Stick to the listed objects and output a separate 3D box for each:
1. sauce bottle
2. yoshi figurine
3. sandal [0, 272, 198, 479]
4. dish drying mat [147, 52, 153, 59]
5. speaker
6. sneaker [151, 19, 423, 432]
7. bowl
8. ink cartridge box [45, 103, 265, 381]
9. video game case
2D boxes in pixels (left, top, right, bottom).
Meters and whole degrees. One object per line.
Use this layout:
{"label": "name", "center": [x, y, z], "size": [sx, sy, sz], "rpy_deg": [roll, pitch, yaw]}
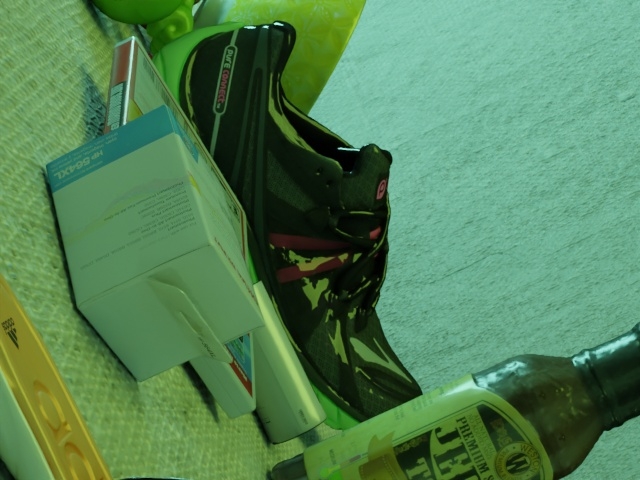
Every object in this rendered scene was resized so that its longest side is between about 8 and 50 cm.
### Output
{"label": "sauce bottle", "center": [0.131, 0.159, 1.119], "size": [0.111, 0.344, 0.111], "rpy_deg": [62, 6, -12]}
{"label": "yoshi figurine", "center": [-0.185, -0.298, 1.457], "size": [0.362, 0.203, 0.203], "rpy_deg": [-160, -97, -76]}
{"label": "sandal", "center": [-0.077, 0.117, 0.605], "size": [0.102, 0.076, 0.265], "rpy_deg": [-82, 146, -82]}
{"label": "dish drying mat", "center": [-0.182, -0.179, 1.536], "size": [0.083, 0.008, 0.032], "rpy_deg": [-110, 174, -62]}
{"label": "speaker", "center": [-0.048, 0.105, 1.210], "size": [0.136, 0.055, 0.055], "rpy_deg": [64, 4, -1]}
{"label": "sneaker", "center": [0.000, 0.000, 1.400], "size": [0.185, 0.202, 0.483], "rpy_deg": [-101, 165, -71]}
{"label": "bowl", "center": [-0.083, -0.220, 1.643], "size": [0.156, 0.289, 0.289], "rpy_deg": [30, 13, -12]}
{"label": "ink cartridge box", "center": [-0.101, 0.008, 0.859], "size": [0.092, 0.090, 0.143], "rpy_deg": [60, 7, -48]}
{"label": "video game case", "center": [-0.111, -0.019, 1.105], "size": [0.204, 0.025, 0.285], "rpy_deg": [60, 12, -30]}
